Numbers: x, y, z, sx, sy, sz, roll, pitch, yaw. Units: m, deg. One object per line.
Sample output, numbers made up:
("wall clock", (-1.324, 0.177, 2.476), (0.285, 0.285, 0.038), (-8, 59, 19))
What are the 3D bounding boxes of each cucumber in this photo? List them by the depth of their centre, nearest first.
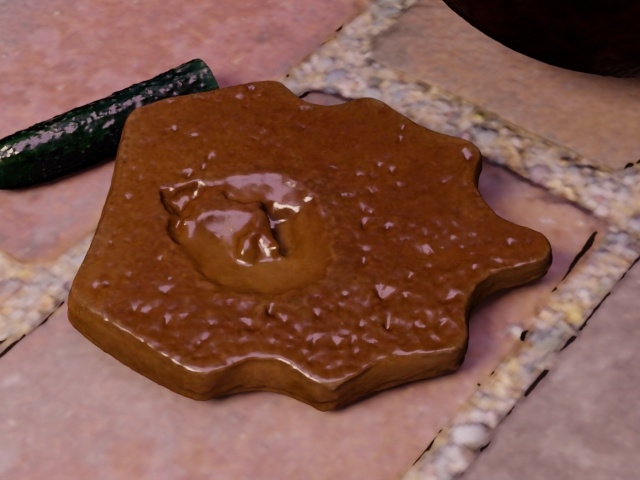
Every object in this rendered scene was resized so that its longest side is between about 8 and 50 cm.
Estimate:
("cucumber", (-0.115, -0.057, 0.689), (0.133, 0.032, 0.032), (-24, 52, -20))

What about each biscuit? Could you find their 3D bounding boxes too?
("biscuit", (0.000, 0.002, 0.631), (0.215, 0.034, 0.182), (7, 52, 5))

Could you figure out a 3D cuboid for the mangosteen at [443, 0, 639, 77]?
("mangosteen", (0.151, -0.238, 0.691), (0.307, 0.307, 0.347), (-19, 20, -14))
